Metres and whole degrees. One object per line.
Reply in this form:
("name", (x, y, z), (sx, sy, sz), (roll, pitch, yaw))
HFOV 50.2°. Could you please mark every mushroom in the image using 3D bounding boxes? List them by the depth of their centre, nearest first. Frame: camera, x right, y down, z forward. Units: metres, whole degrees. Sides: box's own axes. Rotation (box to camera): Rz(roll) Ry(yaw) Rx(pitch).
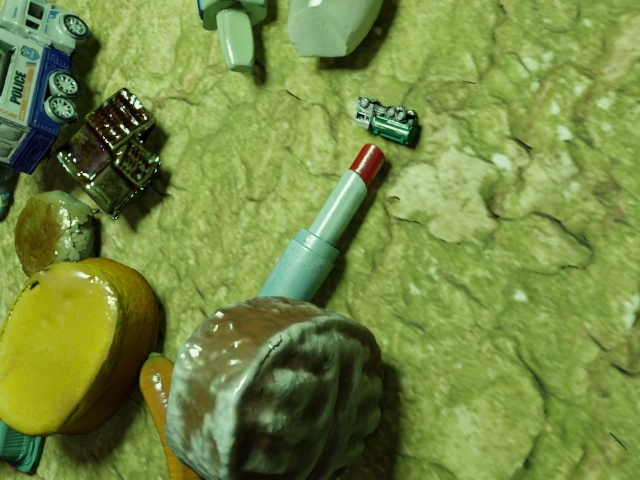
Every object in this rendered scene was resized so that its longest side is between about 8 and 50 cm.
("mushroom", (0.038, -0.369, 0.886), (0.118, 0.103, 0.270), (10, 77, 21))

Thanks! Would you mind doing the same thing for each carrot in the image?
("carrot", (-0.192, 0.282, 0.927), (0.066, 0.062, 0.271), (-16, 78, -11))

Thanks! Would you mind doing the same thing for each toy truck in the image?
("toy truck", (0.083, -0.152, 0.861), (0.083, 0.039, 0.044), (23, 107, 25))
("toy truck", (-0.450, -0.249, 1.023), (0.124, 0.155, 0.268), (-35, 48, 38))

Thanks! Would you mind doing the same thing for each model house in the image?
("model house", (-0.297, -0.133, 1.016), (0.152, 0.106, 0.165), (-44, 80, 8))

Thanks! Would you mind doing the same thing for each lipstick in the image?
("lipstick", (0.000, 0.000, 0.865), (0.061, 0.068, 0.274), (33, 91, 33))

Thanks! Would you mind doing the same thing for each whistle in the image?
("whistle", (-0.128, -0.347, 0.959), (0.092, 0.110, 0.244), (-26, 70, 54))

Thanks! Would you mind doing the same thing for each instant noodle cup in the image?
("instant noodle cup", (-0.502, 0.259, 1.073), (0.157, 0.070, 0.179), (13, 90, 28))

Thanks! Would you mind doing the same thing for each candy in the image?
("candy", (-0.042, 0.170, 0.742), (0.157, 0.289, 0.214), (18, 87, 34))

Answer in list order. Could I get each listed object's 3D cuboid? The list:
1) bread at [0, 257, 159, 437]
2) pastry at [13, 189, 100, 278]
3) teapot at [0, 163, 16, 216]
("bread", (-0.346, 0.151, 0.968), (0.195, 0.142, 0.270), (28, 92, 15))
("pastry", (-0.410, -0.003, 1.055), (0.153, 0.081, 0.153), (-2, 86, 23))
("teapot", (-0.571, -0.110, 1.136), (0.108, 0.111, 0.149), (16, 84, 13))
